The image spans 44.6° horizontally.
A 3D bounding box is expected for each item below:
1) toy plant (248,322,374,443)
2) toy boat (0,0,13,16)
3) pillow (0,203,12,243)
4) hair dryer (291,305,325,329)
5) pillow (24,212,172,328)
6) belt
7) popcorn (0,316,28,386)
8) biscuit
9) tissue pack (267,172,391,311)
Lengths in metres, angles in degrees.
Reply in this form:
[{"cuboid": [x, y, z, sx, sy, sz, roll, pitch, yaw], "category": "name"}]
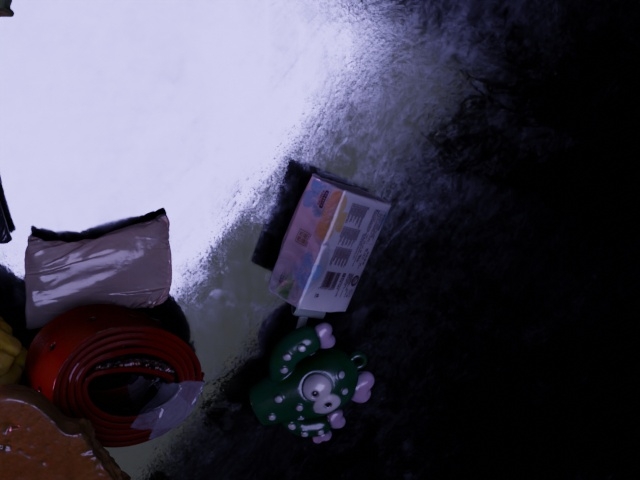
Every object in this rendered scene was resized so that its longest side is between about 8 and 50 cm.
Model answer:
[{"cuboid": [-0.016, 0.283, 1.531, 0.232, 0.112, 0.243, 37, 102, -24], "category": "toy plant"}, {"cuboid": [-0.619, -0.405, 1.185, 0.292, 0.055, 0.093, 10, 101, -19], "category": "toy boat"}, {"cuboid": [-0.599, -0.088, 1.284, 0.141, 0.055, 0.209, -6, 107, -8], "category": "pillow"}, {"cuboid": [-0.034, 0.172, 1.537, 0.063, 0.038, 0.124, 10, 109, -19], "category": "hair dryer"}, {"cuboid": [-0.394, 0.055, 1.378, 0.270, 0.067, 0.174, -9, 109, -16], "category": "pillow"}, {"cuboid": [-0.349, 0.239, 1.363, 0.323, 0.115, 0.227, 29, 88, -48], "category": "belt"}, {"cuboid": [-0.592, 0.160, 1.285, 0.225, 0.203, 0.200, 11, 130, 6], "category": "popcorn"}, {"cuboid": [-0.512, 0.413, 1.249, 0.393, 0.076, 0.368, -26, 118, 4], "category": "biscuit"}, {"cuboid": [0.000, 0.000, 1.452, 0.159, 0.145, 0.230, 9, 107, -52], "category": "tissue pack"}]
